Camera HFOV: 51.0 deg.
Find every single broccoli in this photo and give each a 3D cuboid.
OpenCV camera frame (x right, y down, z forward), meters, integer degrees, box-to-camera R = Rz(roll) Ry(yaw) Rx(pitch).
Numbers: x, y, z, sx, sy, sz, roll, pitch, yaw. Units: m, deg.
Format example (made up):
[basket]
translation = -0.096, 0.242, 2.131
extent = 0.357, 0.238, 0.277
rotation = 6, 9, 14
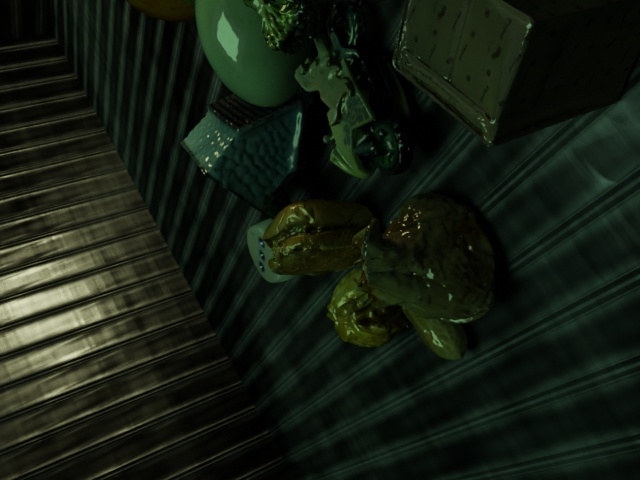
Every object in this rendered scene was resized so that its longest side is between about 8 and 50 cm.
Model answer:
[broccoli]
translation = -0.120, -0.544, 1.442
extent = 0.304, 0.145, 0.165
rotation = 43, 127, 2

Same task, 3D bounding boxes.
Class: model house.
[model house]
translation = -0.162, -0.294, 1.873
extent = 0.297, 0.339, 0.360
rotation = 32, -173, -30

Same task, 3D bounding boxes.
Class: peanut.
[peanut]
translation = 0.266, 0.180, 1.585
extent = 0.120, 0.110, 0.236
rotation = -43, 73, 46

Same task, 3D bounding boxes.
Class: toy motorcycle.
[toy motorcycle]
translation = 0.080, -0.313, 1.488
extent = 0.237, 0.169, 0.410
rotation = -36, 68, 54

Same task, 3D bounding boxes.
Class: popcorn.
[popcorn]
translation = 0.121, 0.173, 1.765
extent = 0.253, 0.191, 0.190
rotation = 130, 147, -58

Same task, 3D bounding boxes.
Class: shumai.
[shumai]
translation = 0.198, 0.049, 1.396
extent = 0.314, 0.262, 0.267
rotation = 52, 128, 27

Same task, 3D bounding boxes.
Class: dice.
[dice]
translation = -0.096, 0.011, 2.008
extent = 0.193, 0.194, 0.192
rotation = -9, 101, 64

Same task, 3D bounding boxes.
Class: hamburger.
[hamburger]
translation = 0.000, 0.000, 1.770
extent = 0.318, 0.319, 0.158
rotation = 137, 132, -61

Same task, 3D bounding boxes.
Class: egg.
[egg]
translation = -0.159, -0.519, 1.633
extent = 0.276, 0.276, 0.389
rotation = 4, 111, 60

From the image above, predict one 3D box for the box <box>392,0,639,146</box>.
[box]
translation = 0.299, -0.305, 0.970
extent = 0.225, 0.297, 0.190
rotation = 48, 144, 32

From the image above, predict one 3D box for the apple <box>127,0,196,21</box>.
[apple]
translation = -0.393, -0.735, 1.732
extent = 0.339, 0.339, 0.339
rotation = 40, 142, 41

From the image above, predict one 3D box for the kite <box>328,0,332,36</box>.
[kite]
translation = 0.026, -0.593, 1.376
extent = 0.314, 0.011, 0.335
rotation = -98, 8, -65
